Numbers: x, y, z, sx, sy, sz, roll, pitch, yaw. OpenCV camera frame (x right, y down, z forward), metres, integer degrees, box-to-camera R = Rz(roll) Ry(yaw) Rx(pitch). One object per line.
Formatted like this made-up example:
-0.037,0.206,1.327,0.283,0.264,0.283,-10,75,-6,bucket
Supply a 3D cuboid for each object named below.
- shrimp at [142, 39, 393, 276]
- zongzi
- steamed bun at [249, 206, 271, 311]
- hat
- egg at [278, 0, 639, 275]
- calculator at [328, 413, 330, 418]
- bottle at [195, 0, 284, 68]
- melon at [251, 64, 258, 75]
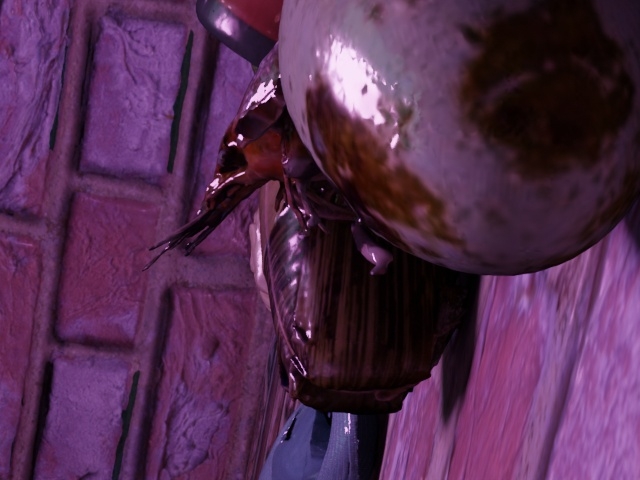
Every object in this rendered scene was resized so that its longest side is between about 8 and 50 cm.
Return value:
0.013,-0.065,0.911,0.343,0.145,0.116,-38,15,31,shrimp
0.052,-0.071,1.006,0.289,0.154,0.317,-95,18,-44,zongzi
0.000,-0.002,1.474,0.218,0.144,0.211,113,166,-69,steamed bun
0.014,0.195,1.378,0.191,0.078,0.138,-53,30,38,hat
0.067,-0.073,0.621,0.231,0.169,0.169,-100,19,-57,egg
0.000,0.267,1.572,0.188,0.042,0.303,-85,3,-54,calculator
0.039,-0.286,1.154,0.336,0.144,0.144,-58,11,16,bottle
0.013,-0.218,1.542,0.288,0.182,0.182,110,168,-62,melon
